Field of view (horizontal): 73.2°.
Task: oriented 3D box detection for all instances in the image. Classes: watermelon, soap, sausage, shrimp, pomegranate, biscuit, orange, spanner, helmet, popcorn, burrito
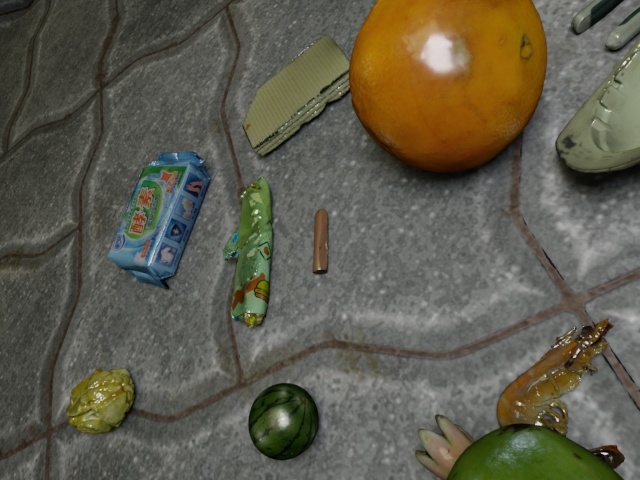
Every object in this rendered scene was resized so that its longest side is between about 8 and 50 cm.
[{"bbox_3d":[-0.055,0.253,0.597,0.109,0.109,0.108,-12,63,26],"label":"watermelon"},{"bbox_3d":[-0.340,-0.054,0.914,0.156,0.077,0.293,5,71,32],"label":"soap"},{"bbox_3d":[0.000,0.000,0.721,0.026,0.026,0.116,-12,63,26],"label":"sausage"},{"bbox_3d":[0.284,0.177,0.469,0.178,0.034,0.124,-46,57,7],"label":"shrimp"},{"bbox_3d":[0.184,0.259,0.417,0.187,0.187,0.225,-58,28,-4],"label":"pomegranate"},{"bbox_3d":[-0.050,-0.288,0.862,0.252,0.052,0.150,-36,52,11],"label":"biscuit"},{"bbox_3d":[0.167,-0.222,0.577,0.261,0.261,0.261,-12,63,26],"label":"orange"},{"bbox_3d":[0.506,-0.393,0.585,0.325,0.040,0.095,-40,55,11],"label":"spanner"},{"bbox_3d":[0.418,-0.148,0.473,0.257,0.137,0.204,-53,14,20],"label":"helmet"},{"bbox_3d":[-0.404,0.291,0.784,0.121,0.106,0.116,-25,68,19],"label":"popcorn"},{"bbox_3d":[-0.135,0.018,0.779,0.104,0.054,0.287,-11,66,29],"label":"burrito"}]
